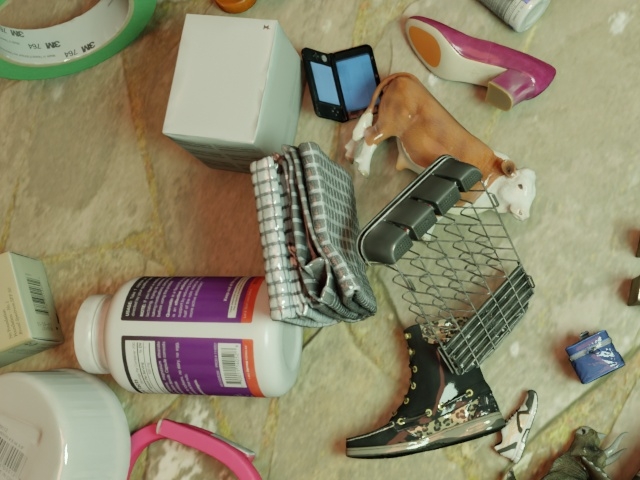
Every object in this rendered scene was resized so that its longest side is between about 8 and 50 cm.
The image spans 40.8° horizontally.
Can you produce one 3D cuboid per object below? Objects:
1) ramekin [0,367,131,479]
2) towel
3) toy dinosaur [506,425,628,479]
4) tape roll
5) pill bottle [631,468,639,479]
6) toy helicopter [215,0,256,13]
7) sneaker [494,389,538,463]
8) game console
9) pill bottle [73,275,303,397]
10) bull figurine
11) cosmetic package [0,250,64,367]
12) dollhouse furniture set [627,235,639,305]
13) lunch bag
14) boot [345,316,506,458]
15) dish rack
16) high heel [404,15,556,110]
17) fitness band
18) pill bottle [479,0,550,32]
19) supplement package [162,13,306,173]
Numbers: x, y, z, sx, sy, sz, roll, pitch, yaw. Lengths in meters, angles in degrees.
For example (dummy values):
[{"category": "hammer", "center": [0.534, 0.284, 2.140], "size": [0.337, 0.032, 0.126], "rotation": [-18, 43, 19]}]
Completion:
[{"category": "ramekin", "center": [-0.447, 0.331, 1.332], "size": [0.277, 0.135, 0.277], "rotation": [-6, 76, 24]}, {"category": "towel", "center": [0.000, 0.000, 1.239], "size": [0.121, 0.284, 0.234], "rotation": [-11, 79, 10]}, {"category": "toy dinosaur", "center": [0.323, 0.405, 1.176], "size": [0.160, 0.121, 0.313], "rotation": [8, 81, 17]}, {"category": "tape roll", "center": [-0.427, -0.381, 1.384], "size": [0.321, 0.321, 0.077], "rotation": [-26, 75, 7]}, {"category": "pill bottle", "center": [0.521, 0.325, 1.088], "size": [0.210, 0.210, 0.363], "rotation": [39, 86, 16]}, {"category": "toy helicopter", "center": [-0.118, -0.576, 1.448], "size": [0.235, 0.140, 0.354], "rotation": [-19, 74, 7]}, {"category": "sneaker", "center": [0.286, 0.267, 1.251], "size": [0.044, 0.040, 0.109], "rotation": [20, 85, 17]}, {"category": "game console", "center": [0.037, -0.260, 1.389], "size": [0.071, 0.107, 0.122], "rotation": [-23, 73, 37]}, {"category": "pill bottle", "center": [-0.199, 0.144, 1.311], "size": [0.323, 0.181, 0.181], "rotation": [0, 80, 13]}, {"category": "bull figurine", "center": [0.178, -0.114, 1.312], "size": [0.188, 0.101, 0.310], "rotation": [-43, 74, 4]}, {"category": "cosmetic package", "center": [-0.608, 0.149, 1.440], "size": [0.310, 0.113, 0.160], "rotation": [-22, 76, 7]}, {"category": "dollhouse furniture set", "center": [0.584, 0.006, 1.180], "size": [0.262, 0.135, 0.259], "rotation": [12, 83, 15]}, {"category": "lunch bag", "center": [0.385, 0.161, 1.217], "size": [0.067, 0.098, 0.065], "rotation": [-30, 72, 12]}, {"category": "boot", "center": [0.138, 0.222, 1.275], "size": [0.237, 0.085, 0.178], "rotation": [-16, 72, 11]}, {"category": "dish rack", "center": [0.189, 0.042, 1.201], "size": [0.208, 0.271, 0.074], "rotation": [-42, 29, -20]}, {"category": "high heel", "center": [0.249, -0.299, 1.357], "size": [0.117, 0.082, 0.244], "rotation": [-34, 56, -27]}, {"category": "fitness band", "center": [-0.205, 0.393, 1.309], "size": [0.291, 0.054, 0.208], "rotation": [16, 83, 27]}, {"category": "pill bottle", "center": [0.287, -0.397, 1.350], "size": [0.078, 0.078, 0.137], "rotation": [-45, 74, 2]}, {"category": "supplement package", "center": [-0.127, -0.221, 1.348], "size": [0.149, 0.203, 0.194], "rotation": [8, 81, 14]}]
